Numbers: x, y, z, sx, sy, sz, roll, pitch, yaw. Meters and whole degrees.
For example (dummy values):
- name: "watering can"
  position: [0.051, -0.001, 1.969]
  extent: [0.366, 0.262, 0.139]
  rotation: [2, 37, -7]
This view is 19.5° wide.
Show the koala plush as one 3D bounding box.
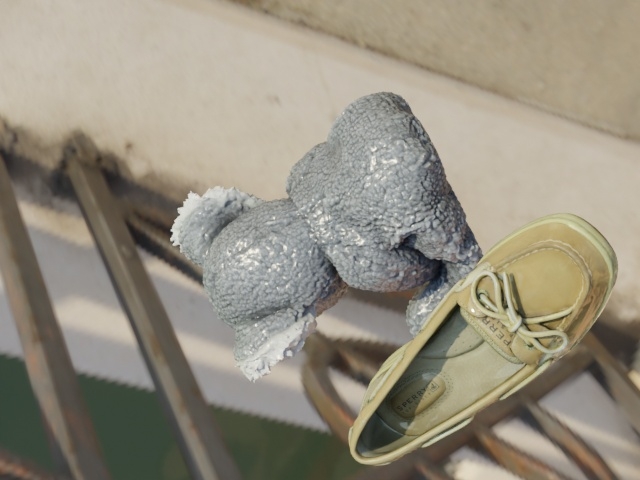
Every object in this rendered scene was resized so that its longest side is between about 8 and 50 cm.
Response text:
- name: "koala plush"
  position: [0.000, 0.000, 1.500]
  extent: [0.221, 0.196, 0.203]
  rotation: [-26, 153, -1]

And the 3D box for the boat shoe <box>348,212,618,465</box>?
- name: "boat shoe"
  position: [0.067, 0.046, 0.796]
  extent: [0.056, 0.048, 0.153]
  rotation: [47, 128, -3]
